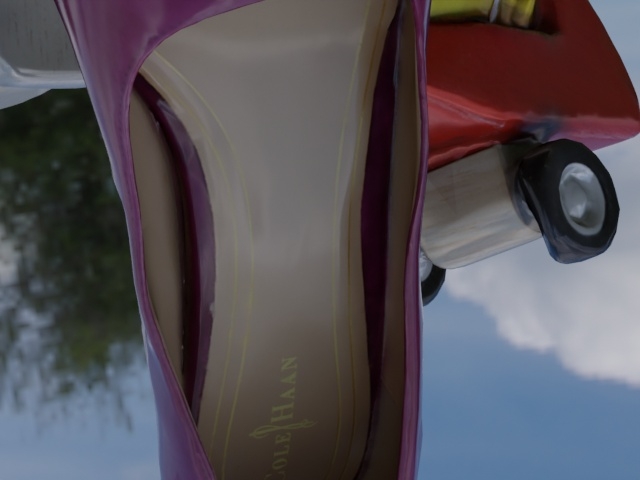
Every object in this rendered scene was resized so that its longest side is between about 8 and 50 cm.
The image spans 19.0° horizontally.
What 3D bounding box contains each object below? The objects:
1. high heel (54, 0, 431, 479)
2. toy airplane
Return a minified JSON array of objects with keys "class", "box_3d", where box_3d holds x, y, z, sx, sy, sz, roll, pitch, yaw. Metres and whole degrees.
[{"class":"high heel","box_3d":[0.000,0.000,0.597,0.127,0.377,0.181,-17,-123,-11]},{"class":"toy airplane","box_3d":[-0.024,-0.149,0.898,0.386,0.272,0.384,3,159,3]}]
